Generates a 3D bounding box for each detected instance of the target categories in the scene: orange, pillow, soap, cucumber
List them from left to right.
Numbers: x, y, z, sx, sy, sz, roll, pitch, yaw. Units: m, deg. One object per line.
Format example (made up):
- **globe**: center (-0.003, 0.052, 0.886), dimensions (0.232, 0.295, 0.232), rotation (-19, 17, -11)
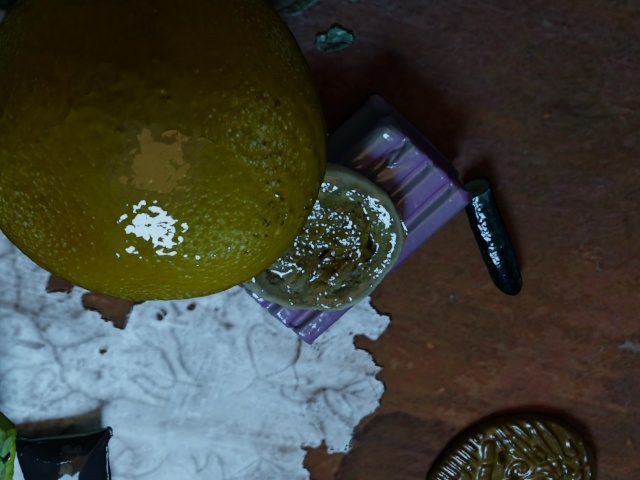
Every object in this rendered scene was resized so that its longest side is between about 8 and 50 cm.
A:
- **pillow**: center (-0.232, 0.240, 1.482), dimensions (0.090, 0.048, 0.150), rotation (-14, 118, -16)
- **orange**: center (-0.127, -0.084, 1.194), dimensions (0.274, 0.274, 0.274), rotation (-7, 121, -11)
- **soap**: center (0.019, -0.017, 1.386), dimensions (0.203, 0.065, 0.122), rotation (-42, 120, 11)
- **cucumber**: center (0.160, 0.003, 1.457), dimensions (0.032, 0.032, 0.133), rotation (-23, 124, -1)

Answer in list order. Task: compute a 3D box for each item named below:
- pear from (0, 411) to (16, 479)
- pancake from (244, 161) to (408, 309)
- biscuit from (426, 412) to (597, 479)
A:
- **pear**: center (-0.402, 0.237, 1.388), dimensions (0.239, 0.139, 0.288), rotation (17, 102, -5)
- **pancake**: center (0.000, -0.001, 1.337), dimensions (0.151, 0.025, 0.152), rotation (-5, 119, -9)
- **biscuit**: center (0.195, 0.258, 1.618), dimensions (0.187, 0.027, 0.188), rotation (-7, 121, -12)
